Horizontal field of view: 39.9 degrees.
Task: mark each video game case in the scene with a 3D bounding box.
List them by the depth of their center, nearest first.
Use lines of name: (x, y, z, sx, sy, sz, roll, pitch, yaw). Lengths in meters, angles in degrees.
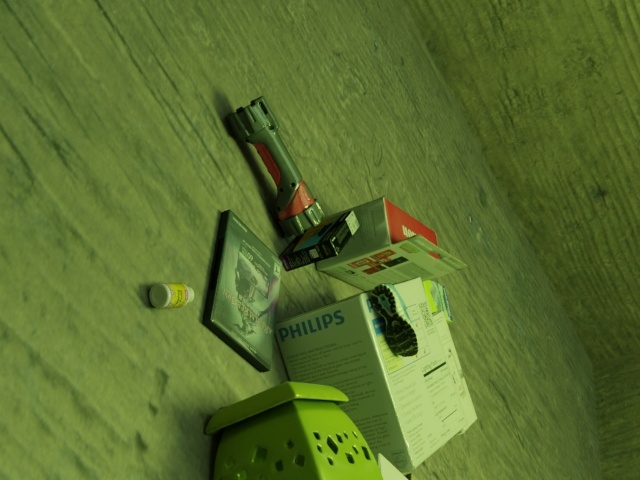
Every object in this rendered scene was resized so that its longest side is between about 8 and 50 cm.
video game case: (-0.149, 0.099, 1.754, 0.196, 0.026, 0.274, 48, 33, -40)

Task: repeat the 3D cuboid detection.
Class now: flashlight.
flashlight: (-0.104, -0.158, 1.945, 0.103, 0.103, 0.304, -38, 106, -28)

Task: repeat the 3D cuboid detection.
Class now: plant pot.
plant pot: (-0.054, 0.371, 1.536, 0.227, 0.228, 0.207, 20, 48, -58)

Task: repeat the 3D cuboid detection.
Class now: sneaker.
sneaker: (0.161, 0.155, 1.767, 0.073, 0.063, 0.162, -31, 100, -64)

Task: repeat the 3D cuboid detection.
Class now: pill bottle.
pill bottle: (-0.255, 0.095, 1.522, 0.083, 0.043, 0.043, 4, 69, -62)

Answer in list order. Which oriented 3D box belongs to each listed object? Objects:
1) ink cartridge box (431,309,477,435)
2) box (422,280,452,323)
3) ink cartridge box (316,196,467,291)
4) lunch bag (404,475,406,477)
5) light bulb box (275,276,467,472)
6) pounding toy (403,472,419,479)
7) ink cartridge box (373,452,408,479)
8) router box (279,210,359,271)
ink cartridge box: (0.230, 0.335, 2.129, 0.117, 0.207, 0.283, -12, 84, -63)
box: (0.307, 0.169, 2.398, 0.178, 0.042, 0.109, 20, 55, -58)
ink cartridge box: (0.175, 0.014, 2.164, 0.309, 0.272, 0.130, 28, 49, -56)
lunch bag: (0.109, 0.561, 1.819, 0.096, 0.151, 0.128, 92, -6, -59)
light bulb box: (0.118, 0.294, 1.913, 0.358, 0.225, 0.361, -8, 79, -63)
pounding toy: (0.171, 0.612, 1.933, 0.100, 0.130, 0.141, 49, 28, -26)
ink cartridge box: (0.062, 0.497, 1.683, 0.148, 0.203, 0.085, 49, 29, -39)
router box: (0.000, 0.000, 1.988, 0.046, 0.133, 0.179, 65, 26, -14)
